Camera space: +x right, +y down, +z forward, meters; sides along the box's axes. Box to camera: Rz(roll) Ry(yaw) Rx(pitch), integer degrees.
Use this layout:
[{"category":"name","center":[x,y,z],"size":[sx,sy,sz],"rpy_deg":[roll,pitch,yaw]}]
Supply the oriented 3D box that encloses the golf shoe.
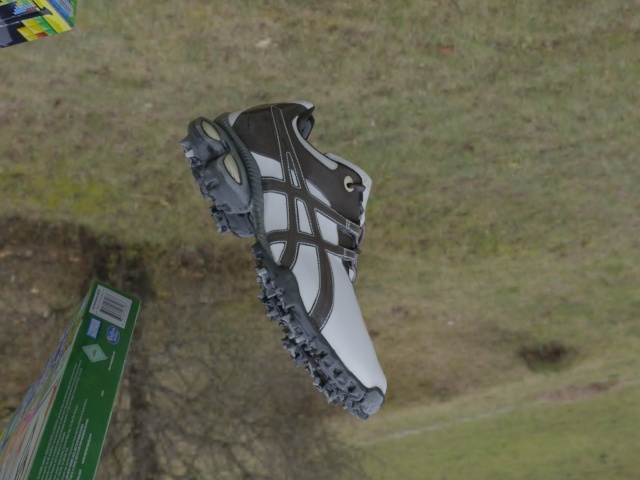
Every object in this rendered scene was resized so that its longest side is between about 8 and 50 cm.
[{"category":"golf shoe","center":[0.000,0.000,0.508],"size":[0.094,0.198,0.077],"rpy_deg":[-25,164,-13]}]

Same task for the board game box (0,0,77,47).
[{"category":"board game box","center":[-0.173,-0.198,0.419],"size":[0.048,0.141,0.170],"rpy_deg":[-11,151,16]}]

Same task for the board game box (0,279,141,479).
[{"category":"board game box","center":[-0.220,0.201,0.657],"size":[0.046,0.317,0.213],"rpy_deg":[29,118,-18]}]
